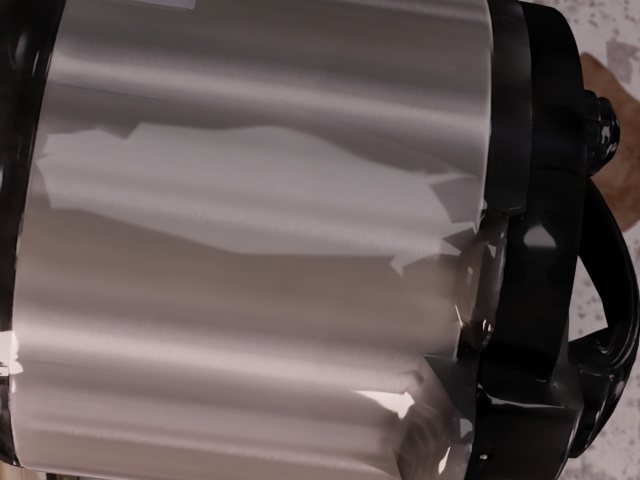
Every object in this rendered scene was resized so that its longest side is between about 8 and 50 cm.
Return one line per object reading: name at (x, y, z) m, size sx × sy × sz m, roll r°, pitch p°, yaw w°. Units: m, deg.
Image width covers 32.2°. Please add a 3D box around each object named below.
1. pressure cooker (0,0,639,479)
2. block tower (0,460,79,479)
pressure cooker at (0.001, -0.004, 0.737) m, size 0.421 × 0.375 × 0.369 m, roll 7°, pitch 78°, yaw -5°
block tower at (-0.344, 0.208, 0.793) m, size 0.336 × 0.097 × 0.090 m, roll -5°, pitch 81°, yaw -10°
